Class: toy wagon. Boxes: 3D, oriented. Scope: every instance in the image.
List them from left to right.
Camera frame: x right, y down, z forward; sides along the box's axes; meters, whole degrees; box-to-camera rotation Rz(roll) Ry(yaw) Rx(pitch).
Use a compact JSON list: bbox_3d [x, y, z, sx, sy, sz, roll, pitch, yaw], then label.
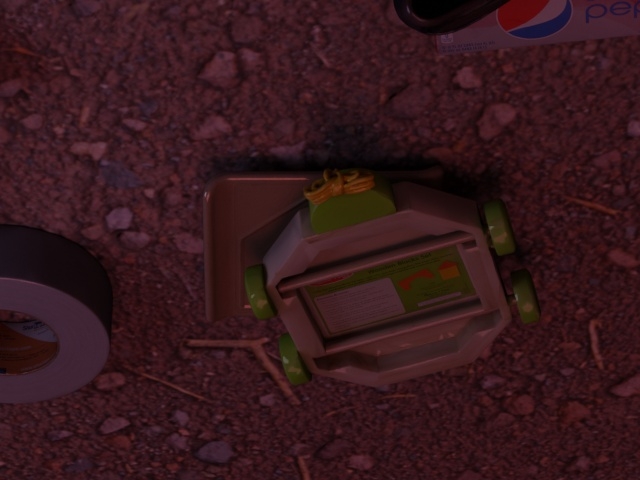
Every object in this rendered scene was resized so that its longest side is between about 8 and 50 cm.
[{"bbox_3d":[0.063,0.026,1.896,0.267,0.068,0.344,-16,139,8],"label":"toy wagon"}]

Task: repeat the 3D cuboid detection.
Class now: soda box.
[{"bbox_3d":[0.223,-0.228,1.637,0.263,0.083,0.092,-5,140,6],"label":"soda box"}]

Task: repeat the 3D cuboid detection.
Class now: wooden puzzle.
[{"bbox_3d":[0.000,0.000,1.941,0.239,0.044,0.221,-4,140,-5],"label":"wooden puzzle"}]

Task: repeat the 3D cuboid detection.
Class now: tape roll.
[{"bbox_3d":[-0.327,0.080,2.001,0.219,0.072,0.219,0,141,0],"label":"tape roll"}]

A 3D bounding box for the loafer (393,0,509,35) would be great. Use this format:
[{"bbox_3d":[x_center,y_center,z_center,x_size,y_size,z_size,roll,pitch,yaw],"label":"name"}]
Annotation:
[{"bbox_3d":[0.186,-0.260,1.520,0.302,0.095,0.109,-36,98,13],"label":"loafer"}]
